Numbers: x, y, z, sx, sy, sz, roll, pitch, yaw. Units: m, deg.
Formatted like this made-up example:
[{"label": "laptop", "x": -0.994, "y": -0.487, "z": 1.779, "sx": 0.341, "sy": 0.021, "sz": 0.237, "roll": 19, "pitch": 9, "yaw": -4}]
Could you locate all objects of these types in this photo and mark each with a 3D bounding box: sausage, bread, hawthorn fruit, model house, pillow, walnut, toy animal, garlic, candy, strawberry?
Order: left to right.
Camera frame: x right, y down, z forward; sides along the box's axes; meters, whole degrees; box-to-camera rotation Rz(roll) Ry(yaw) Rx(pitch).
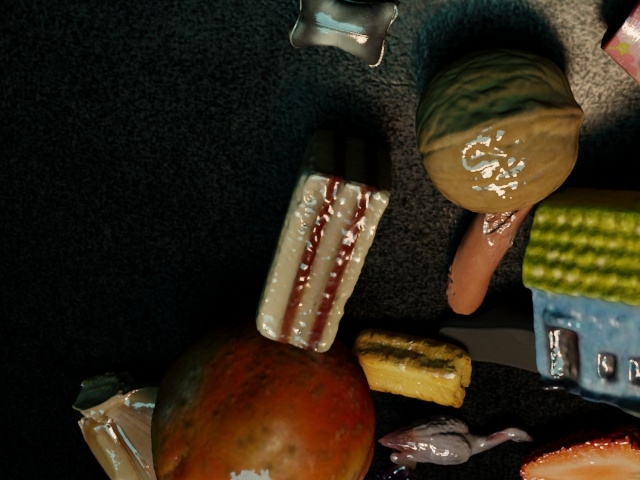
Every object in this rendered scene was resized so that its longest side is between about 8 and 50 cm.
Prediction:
[{"label": "garlic", "x": -0.320, "y": 0.381, "z": 1.702, "sx": 0.279, "sy": 0.132, "sz": 0.325, "roll": -26, "pitch": 114, "yaw": 28}, {"label": "hawthorn fruit", "x": -0.109, "y": 0.341, "z": 1.439, "sx": 0.403, "sy": 0.403, "sz": 0.402, "roll": 6, "pitch": 126, "yaw": 8}, {"label": "candy", "x": 0.000, "y": 0.000, "z": 1.317, "sx": 0.135, "sy": 0.179, "sz": 0.320, "roll": 18, "pitch": 123, "yaw": -4}, {"label": "pillow", "x": 0.030, "y": -0.295, "z": 1.182, "sx": 0.136, "sy": 0.055, "sz": 0.091, "roll": 16, "pitch": 96, "yaw": -4}, {"label": "bread", "x": 0.155, "y": 0.217, "z": 1.495, "sx": 0.211, "sy": 0.083, "sz": 0.114, "roll": 12, "pitch": 134, "yaw": 21}, {"label": "toy animal", "x": 0.241, "y": 0.375, "z": 1.609, "sx": 0.324, "sy": 0.090, "sz": 0.195, "roll": -21, "pitch": 143, "yaw": 19}, {"label": "sausage", "x": 0.268, "y": -0.013, "z": 1.324, "sx": 0.087, "sy": 0.079, "sz": 0.326, "roll": 0, "pitch": 134, "yaw": -26}, {"label": "walnut", "x": 0.238, "y": -0.148, "z": 1.156, "sx": 0.228, "sy": 0.228, "sz": 0.228, "roll": 6, "pitch": 126, "yaw": 8}, {"label": "strawberry", "x": 0.510, "y": 0.398, "z": 1.562, "sx": 0.286, "sy": 0.106, "sz": 0.188, "roll": 1, "pitch": 123, "yaw": 19}, {"label": "model house", "x": 0.433, "y": 0.056, "z": 1.209, "sx": 0.237, "sy": 0.215, "sz": 0.303, "roll": 9, "pitch": 114, "yaw": 50}]

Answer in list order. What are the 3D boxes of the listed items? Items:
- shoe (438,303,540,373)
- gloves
[{"label": "shoe", "x": 0.315, "y": 0.148, "z": 1.435, "sx": 0.241, "sy": 0.093, "sz": 0.108, "roll": 1, "pitch": 132, "yaw": 41}, {"label": "gloves", "x": 0.484, "y": -0.223, "z": 1.106, "sx": 0.241, "sy": 0.126, "sz": 0.145, "roll": 30, "pitch": 121, "yaw": -1}]
